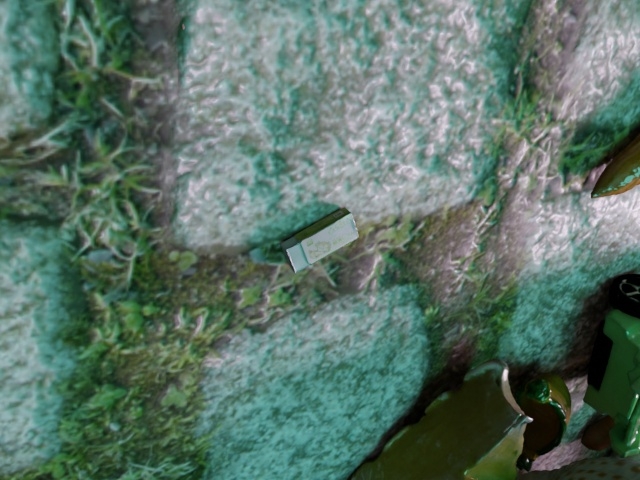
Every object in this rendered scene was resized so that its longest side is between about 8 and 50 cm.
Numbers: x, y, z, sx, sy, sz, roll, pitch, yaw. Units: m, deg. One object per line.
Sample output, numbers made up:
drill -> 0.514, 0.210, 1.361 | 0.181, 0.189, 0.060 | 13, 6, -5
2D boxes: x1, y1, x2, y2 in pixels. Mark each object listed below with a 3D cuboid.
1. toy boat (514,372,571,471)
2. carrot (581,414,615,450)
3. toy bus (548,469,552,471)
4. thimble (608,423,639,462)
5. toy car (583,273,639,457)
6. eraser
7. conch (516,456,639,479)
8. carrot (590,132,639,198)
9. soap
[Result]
toy boat -> 0.333, 0.269, 1.049 | 0.088, 0.089, 0.230 | -41, 140, -31
carrot -> 0.550, 0.302, 1.200 | 0.048, 0.048, 0.216 | 26, 119, -38
toy bus -> 0.414, 0.533, 1.223 | 0.144, 0.152, 0.330 | -16, 127, -28
thimble -> 0.594, 0.427, 1.226 | 0.219, 0.150, 0.219 | -40, 152, -26
toy car -> 0.547, 0.169, 1.063 | 0.358, 0.176, 0.214 | -15, 125, -23
eraser -> 0.000, 0.000, 0.742 | 0.083, 0.019, 0.038 | -28, 130, -12
conch -> 0.423, 0.416, 0.948 | 0.302, 0.319, 0.215 | -3, 131, -24
carrot -> 0.438, -0.112, 0.900 | 0.205, 0.072, 0.072 | -36, 130, -4
soap -> 0.253, 0.356, 1.012 | 0.304, 0.169, 0.338 | -45, 131, 14
